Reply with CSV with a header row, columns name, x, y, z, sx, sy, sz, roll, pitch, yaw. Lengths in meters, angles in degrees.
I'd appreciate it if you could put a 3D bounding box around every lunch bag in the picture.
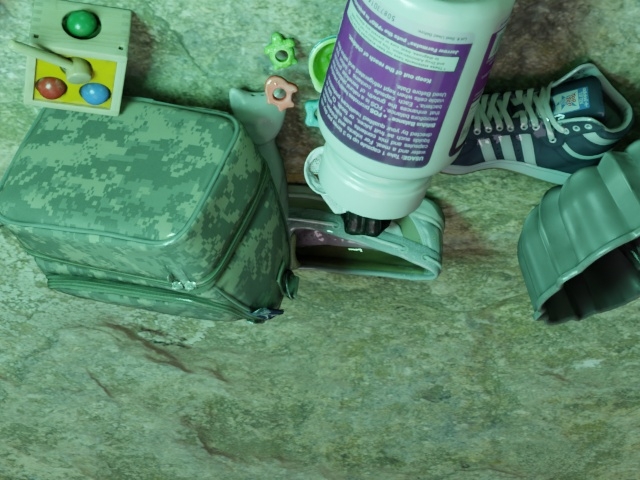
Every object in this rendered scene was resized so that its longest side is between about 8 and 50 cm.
name,x,y,z,sx,sy,sz,roll,pitch,yaw
lunch bag,-0.196,-0.018,1.947,0.305,0.212,0.256,8,151,26

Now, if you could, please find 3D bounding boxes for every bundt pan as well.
name,x,y,z,sx,sy,sz,roll,pitch,yaw
bundt pan,0.382,-0.029,1.971,0.331,0.124,0.331,-22,162,-8

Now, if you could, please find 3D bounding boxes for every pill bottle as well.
name,x,y,z,sx,sy,sz,roll,pitch,yaw
pill bottle,0.090,-0.173,1.743,0.169,0.169,0.301,8,131,-11

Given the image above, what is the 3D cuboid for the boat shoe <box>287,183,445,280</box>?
name,x,y,z,sx,sy,sz,roll,pitch,yaw
boat shoe,0.001,0.002,2.119,0.320,0.103,0.118,2,144,3

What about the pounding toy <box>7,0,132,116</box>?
name,x,y,z,sx,sy,sz,roll,pitch,yaw
pounding toy,-0.283,-0.205,1.824,0.130,0.100,0.141,7,146,-9

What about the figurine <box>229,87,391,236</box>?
name,x,y,z,sx,sy,sz,roll,pitch,yaw
figurine,-0.013,-0.109,1.989,0.215,0.092,0.209,2,138,-1

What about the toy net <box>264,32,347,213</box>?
name,x,y,z,sx,sy,sz,roll,pitch,yaw
toy net,0.000,-0.129,1.891,0.122,0.045,0.232,-4,115,2

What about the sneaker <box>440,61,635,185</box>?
name,x,y,z,sx,sy,sz,roll,pitch,yaw
sneaker,0.230,-0.144,1.899,0.282,0.099,0.153,7,151,-21
